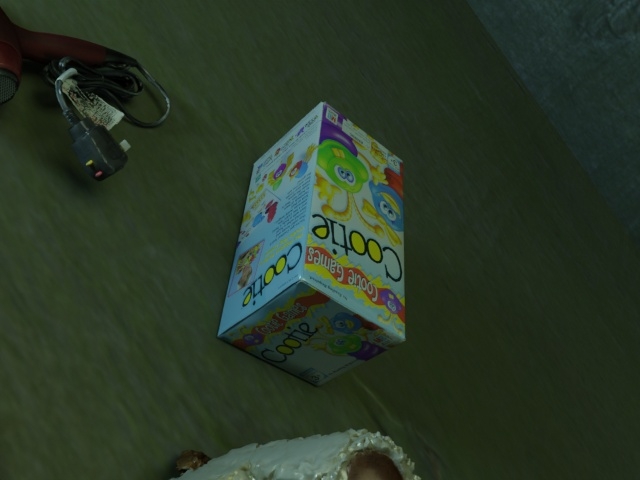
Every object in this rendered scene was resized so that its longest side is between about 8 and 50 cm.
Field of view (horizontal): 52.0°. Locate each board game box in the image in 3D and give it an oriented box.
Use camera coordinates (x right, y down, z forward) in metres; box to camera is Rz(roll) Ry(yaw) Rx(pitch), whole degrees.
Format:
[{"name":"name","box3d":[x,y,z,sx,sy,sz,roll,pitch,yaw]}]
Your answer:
[{"name":"board game box","box3d":[0.000,0.000,0.760,0.142,0.144,0.275,32,42,-26]}]

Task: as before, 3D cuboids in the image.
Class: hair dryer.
[{"name":"hair dryer","box3d":[-0.301,-0.189,0.672,0.293,0.080,0.223,44,22,-22]}]

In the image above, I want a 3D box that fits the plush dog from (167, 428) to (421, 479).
[{"name":"plush dog","box3d":[-0.044,0.280,0.496,0.263,0.211,0.225,-23,94,-24]}]
